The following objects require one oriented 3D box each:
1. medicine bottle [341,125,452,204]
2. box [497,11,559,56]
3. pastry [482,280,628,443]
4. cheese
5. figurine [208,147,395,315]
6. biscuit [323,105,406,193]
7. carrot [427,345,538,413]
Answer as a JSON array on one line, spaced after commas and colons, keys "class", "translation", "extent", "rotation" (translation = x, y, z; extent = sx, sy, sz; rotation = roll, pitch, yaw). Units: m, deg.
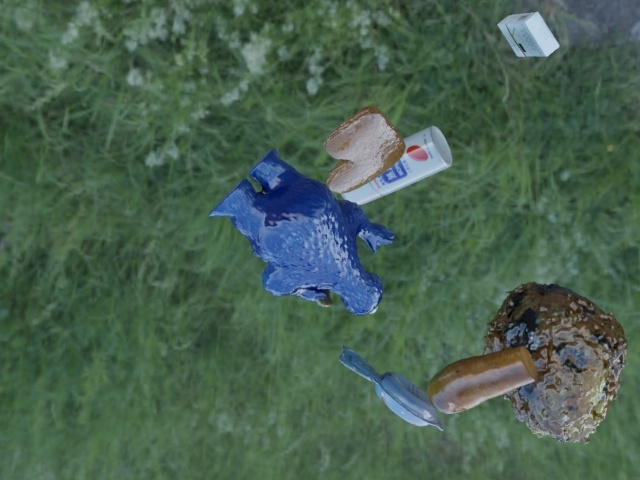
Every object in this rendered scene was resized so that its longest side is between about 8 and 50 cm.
[{"class": "medicine bottle", "translation": [0.204, -0.208, 2.325], "extent": [0.341, 0.130, 0.130], "rotation": [-23, 146, 28]}, {"class": "box", "translation": [0.421, -0.418, 1.624], "extent": [0.084, 0.040, 0.154], "rotation": [50, -178, -15]}, {"class": "pastry", "translation": [0.578, 0.274, 1.961], "extent": [0.292, 0.405, 0.337], "rotation": [11, 130, -25]}, {"class": "cheese", "translation": [0.139, 0.288, 1.547], "extent": [0.244, 0.052, 0.135], "rotation": [36, -173, 1]}, {"class": "figurine", "translation": [-0.008, 0.002, 1.010], "extent": [0.262, 0.164, 0.120], "rotation": [32, 168, -20]}, {"class": "biscuit", "translation": [0.073, -0.171, 1.596], "extent": [0.186, 0.036, 0.192], "rotation": [-31, 146, 14]}, {"class": "carrot", "translation": [0.268, 0.233, 1.351], "extent": [0.087, 0.087, 0.193], "rotation": [23, 137, -37]}]
